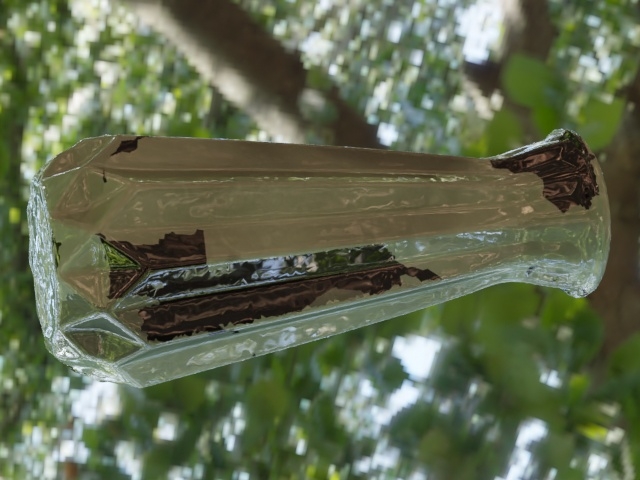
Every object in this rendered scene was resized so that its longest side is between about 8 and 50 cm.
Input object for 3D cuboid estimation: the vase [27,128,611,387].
[{"bbox_3d":[0.000,0.000,1.176,0.360,0.165,0.165,-6,-133,-16],"label":"vase"}]
